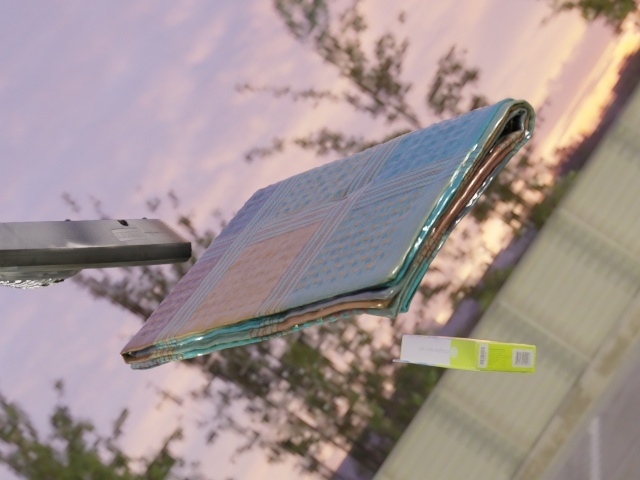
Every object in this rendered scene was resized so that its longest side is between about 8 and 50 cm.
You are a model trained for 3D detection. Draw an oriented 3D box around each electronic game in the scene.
[{"bbox_3d":[-0.204,0.010,0.905,0.229,0.229,0.048,-5,-88,-79],"label":"electronic game"}]

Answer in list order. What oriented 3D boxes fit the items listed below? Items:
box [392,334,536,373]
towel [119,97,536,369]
[{"bbox_3d":[0.193,0.153,1.773,0.178,0.109,0.042,0,84,56],"label":"box"},{"bbox_3d":[0.000,0.000,1.167,0.370,0.040,0.271,-17,26,47],"label":"towel"}]
